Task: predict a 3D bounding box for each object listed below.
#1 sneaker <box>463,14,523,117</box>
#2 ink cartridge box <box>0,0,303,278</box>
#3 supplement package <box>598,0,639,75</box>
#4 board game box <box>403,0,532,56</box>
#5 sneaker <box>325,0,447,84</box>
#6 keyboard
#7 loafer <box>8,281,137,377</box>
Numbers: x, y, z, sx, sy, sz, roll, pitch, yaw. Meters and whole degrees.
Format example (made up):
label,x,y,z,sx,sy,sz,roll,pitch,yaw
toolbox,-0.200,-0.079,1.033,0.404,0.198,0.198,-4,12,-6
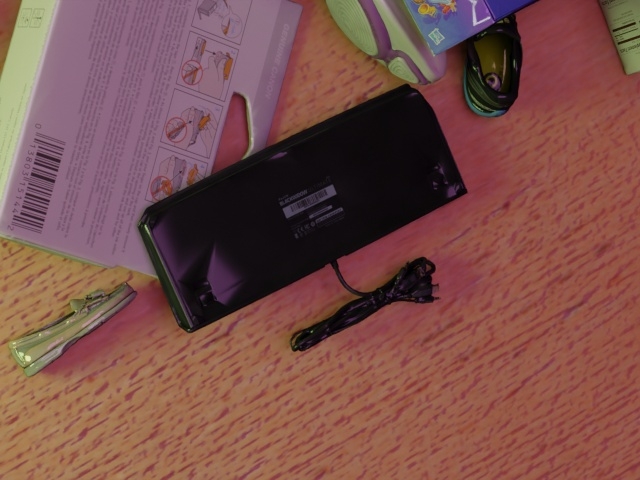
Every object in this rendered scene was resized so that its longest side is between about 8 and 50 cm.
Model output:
label,x,y,z,sx,sy,sz,roll,pitch,yaw
sneaker,0.164,-0.212,1.890,0.067,0.078,0.188,-6,89,-15
ink cartridge box,-0.167,-0.119,1.806,0.261,0.066,0.296,19,83,-40
supplement package,0.368,-0.293,1.912,0.194,0.149,0.203,-23,94,-15
board game box,0.107,-0.365,1.807,0.233,0.078,0.347,-31,93,-49
sneaker,0.054,-0.292,1.844,0.152,0.114,0.305,-32,98,-17
keyboard,0.000,0.000,1.849,0.317,0.033,0.201,-26,99,-21
loafer,-0.225,0.073,1.797,0.125,0.045,0.039,-38,92,-10
